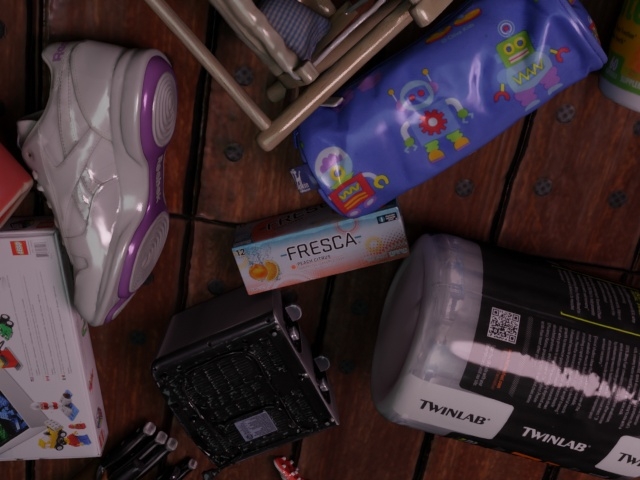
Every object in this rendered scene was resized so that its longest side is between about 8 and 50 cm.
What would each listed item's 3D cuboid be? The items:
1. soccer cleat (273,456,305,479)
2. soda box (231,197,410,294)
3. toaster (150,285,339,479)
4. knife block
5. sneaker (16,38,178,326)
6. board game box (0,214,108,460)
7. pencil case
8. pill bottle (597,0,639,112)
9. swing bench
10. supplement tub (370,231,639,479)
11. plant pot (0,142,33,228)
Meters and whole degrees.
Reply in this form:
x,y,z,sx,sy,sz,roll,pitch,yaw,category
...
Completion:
x,y,z,sx,sy,sz,roll,pitch,yaw,category
-0.037,0.308,1.089,0.036,0.029,0.083,-38,115,13,soccer cleat
0.000,0.000,0.918,0.183,0.058,0.063,-14,116,6,soda box
-0.088,0.155,0.966,0.186,0.110,0.168,-24,113,11,toaster
-0.293,0.339,1.073,0.276,0.088,0.242,0,116,1,knife block
-0.233,-0.059,0.878,0.152,0.114,0.305,15,112,8,sneaker
-0.366,0.120,0.982,0.193,0.053,0.305,-2,116,1,board game box
0.110,-0.141,0.812,0.306,0.119,0.133,-32,118,14,pencil case
0.348,-0.235,0.755,0.136,0.136,0.245,9,116,-4,pill bottle
-0.029,-0.265,0.728,0.255,0.165,0.253,-37,110,16,swing bench
0.239,0.127,0.897,0.338,0.207,0.207,16,115,-7,supplement tub
-0.420,-0.055,0.773,0.243,0.275,0.275,39,110,-15,plant pot
